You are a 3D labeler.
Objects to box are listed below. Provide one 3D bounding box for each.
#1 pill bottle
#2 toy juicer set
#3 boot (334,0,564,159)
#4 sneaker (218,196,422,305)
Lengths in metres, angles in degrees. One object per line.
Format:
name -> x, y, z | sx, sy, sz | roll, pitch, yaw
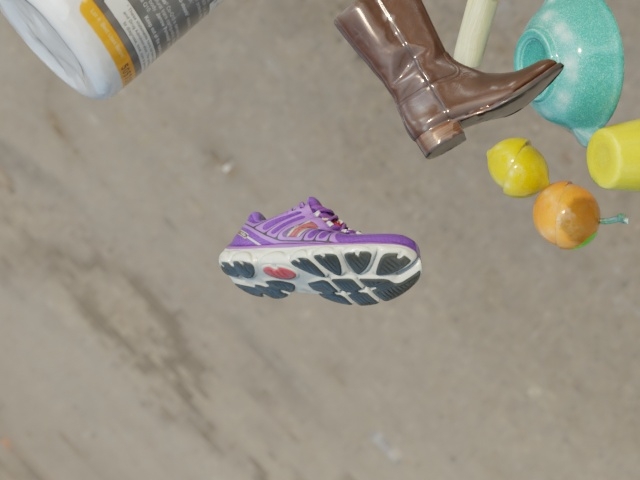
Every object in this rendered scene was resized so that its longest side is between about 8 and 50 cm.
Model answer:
pill bottle -> -0.135, -0.261, 1.548 | 0.162, 0.278, 0.162 | 44, 166, 14
toy juicer set -> 0.217, -0.143, 1.693 | 0.209, 0.089, 0.329 | -60, 43, 51
boot -> 0.077, -0.121, 1.118 | 0.114, 0.106, 0.037 | 59, 172, 14
sneaker -> 0.000, 0.000, 1.302 | 0.170, 0.071, 0.068 | 4, 150, 38
